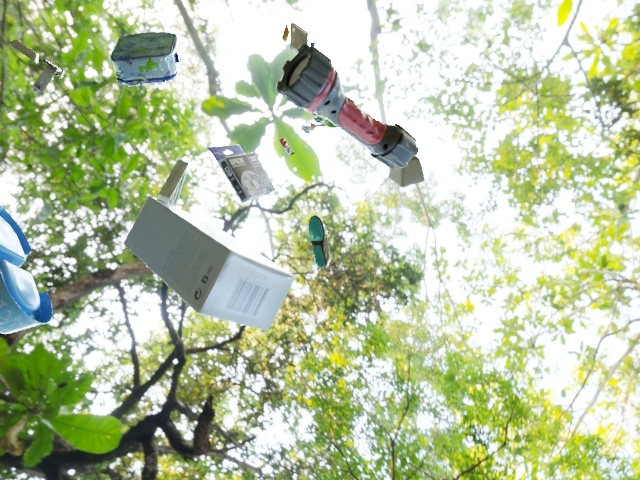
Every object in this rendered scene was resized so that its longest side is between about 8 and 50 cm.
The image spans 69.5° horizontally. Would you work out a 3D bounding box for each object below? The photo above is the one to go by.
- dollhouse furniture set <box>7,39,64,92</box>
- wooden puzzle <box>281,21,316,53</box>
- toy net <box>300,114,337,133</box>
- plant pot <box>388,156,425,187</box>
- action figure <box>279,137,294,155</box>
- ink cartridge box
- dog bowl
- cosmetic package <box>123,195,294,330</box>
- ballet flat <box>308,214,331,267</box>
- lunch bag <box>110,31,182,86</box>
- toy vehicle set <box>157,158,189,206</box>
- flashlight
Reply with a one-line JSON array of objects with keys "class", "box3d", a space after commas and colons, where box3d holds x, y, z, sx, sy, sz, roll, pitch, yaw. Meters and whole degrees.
[{"class": "dollhouse furniture set", "box3d": [-0.703, -0.417, 1.118, 0.081, 0.114, 0.091, -54, -157, 2]}, {"class": "wooden puzzle", "box3d": [-0.057, -0.517, 1.193, 0.014, 0.116, 0.079, -5, -108, 41]}, {"class": "toy net", "box3d": [-0.021, -0.531, 2.098, 0.232, 0.122, 0.045, -13, -112, 44]}, {"class": "plant pot", "box3d": [0.336, -0.283, 1.804, 0.109, 0.096, 0.109, -17, -145, -15]}, {"class": "action figure", "box3d": [-0.113, -0.315, 1.528, 0.030, 0.115, 0.038, -35, -102, 6]}, {"class": "ink cartridge box", "box3d": [-0.254, -0.235, 1.529, 0.045, 0.208, 0.206, -31, -177, 24]}, {"class": "dog bowl", "box3d": [-0.647, 0.054, 0.932, 0.074, 0.166, 0.297, -27, -108, -11]}, {"class": "cosmetic package", "box3d": [-0.307, 0.050, 1.222, 0.453, 0.230, 0.162, 27, -91, 42]}, {"class": "ballet flat", "box3d": [0.000, 0.000, 1.728, 0.073, 0.206, 0.067, 4, -161, 31]}, {"class": "lunch bag", "box3d": [-0.483, -0.517, 1.304, 0.176, 0.090, 0.219, -8, -138, -6]}, {"class": "toy vehicle set", "box3d": [-0.494, -0.117, 1.488, 0.035, 0.267, 0.166, 23, -131, -13]}, {"class": "flashlight", "box3d": [0.065, -0.236, 0.864, 0.103, 0.304, 0.103, -40, -141, 32]}]
